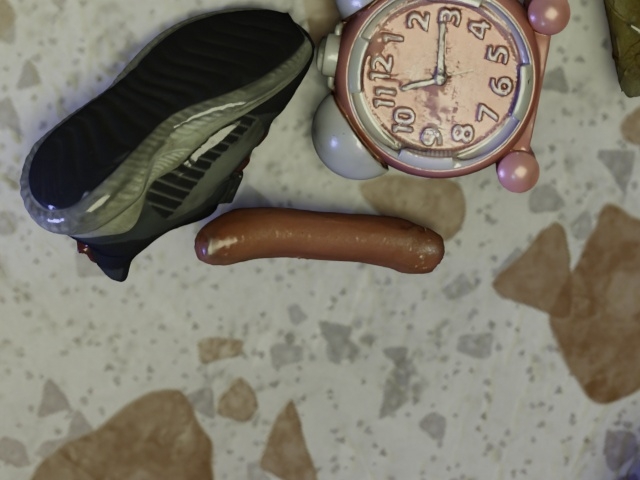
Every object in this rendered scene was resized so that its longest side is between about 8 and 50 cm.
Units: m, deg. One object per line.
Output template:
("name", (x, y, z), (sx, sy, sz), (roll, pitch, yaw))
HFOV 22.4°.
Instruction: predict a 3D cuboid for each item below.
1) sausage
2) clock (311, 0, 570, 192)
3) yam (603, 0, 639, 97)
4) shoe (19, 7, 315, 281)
("sausage", (0.000, 0.000, 1.148), (0.186, 0.043, 0.043), (3, 106, -22))
("clock", (0.077, -0.118, 1.120), (0.162, 0.093, 0.166), (9, 105, -3))
("yam", (0.207, -0.254, 1.109), (0.067, 0.071, 0.317), (-4, 111, 30))
("shoe", (-0.096, -0.064, 1.104), (0.227, 0.099, 0.112), (-37, 142, -17))
